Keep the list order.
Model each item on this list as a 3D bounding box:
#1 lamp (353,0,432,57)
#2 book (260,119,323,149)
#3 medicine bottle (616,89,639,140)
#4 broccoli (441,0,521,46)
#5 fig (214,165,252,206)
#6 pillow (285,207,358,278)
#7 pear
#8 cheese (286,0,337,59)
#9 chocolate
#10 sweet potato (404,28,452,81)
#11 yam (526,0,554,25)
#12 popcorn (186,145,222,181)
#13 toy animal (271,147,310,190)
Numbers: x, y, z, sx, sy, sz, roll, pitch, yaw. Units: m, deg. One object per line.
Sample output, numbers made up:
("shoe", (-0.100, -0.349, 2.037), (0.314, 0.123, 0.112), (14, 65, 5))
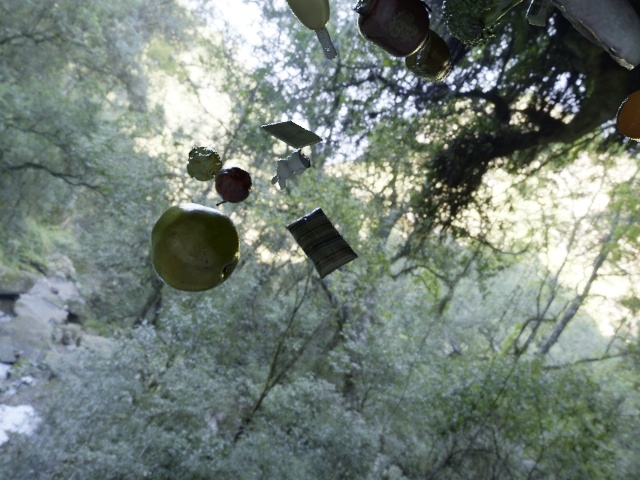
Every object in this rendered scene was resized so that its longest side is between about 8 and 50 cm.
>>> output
("lamp", (0.225, -0.654, 1.445), (0.258, 0.180, 0.180), (16, 7, -31))
("book", (-0.101, -0.390, 1.769), (0.168, 0.013, 0.192), (32, 33, 17))
("medicine bottle", (0.689, -0.237, 0.972), (0.192, 0.096, 0.096), (3, 15, -32))
("broccoli", (0.433, -0.672, 1.299), (0.235, 0.260, 0.288), (43, 26, -12))
("fig", (-0.284, -0.165, 1.560), (0.129, 0.150, 0.128), (17, 9, -3))
("pillow", (0.000, 0.000, 1.248), (0.203, 0.113, 0.038), (53, -12, 36))
("pear", (-0.270, 0.018, 1.055), (0.198, 0.198, 0.198), (33, -3, 2))
("cheese", (-0.010, -0.661, 1.462), (0.127, 0.054, 0.251), (-3, -42, 30))
("chocolate", (0.541, -0.471, 0.970), (0.303, 0.100, 0.185), (48, 29, 3))
("sweet potato", (0.424, -0.684, 1.846), (0.158, 0.157, 0.370), (32, 17, 25))
("yam", (0.637, -0.692, 1.353), (0.068, 0.169, 0.068), (23, 13, -6))
("popcorn", (-0.459, -0.301, 1.917), (0.136, 0.141, 0.162), (5, -3, -26))
("toy animal", (-0.095, -0.220, 1.494), (0.071, 0.125, 0.085), (21, 50, -62))
